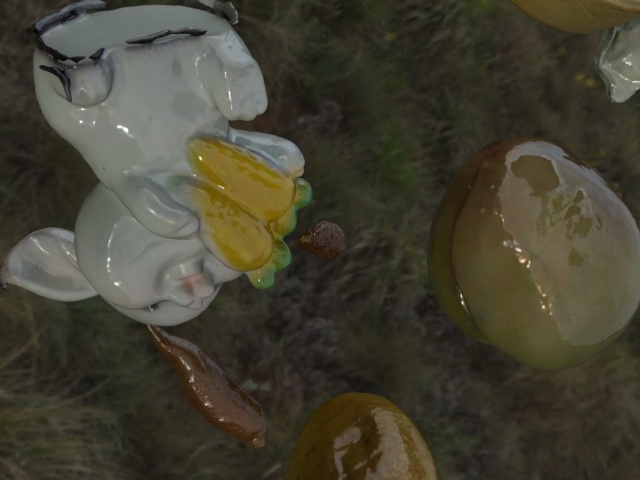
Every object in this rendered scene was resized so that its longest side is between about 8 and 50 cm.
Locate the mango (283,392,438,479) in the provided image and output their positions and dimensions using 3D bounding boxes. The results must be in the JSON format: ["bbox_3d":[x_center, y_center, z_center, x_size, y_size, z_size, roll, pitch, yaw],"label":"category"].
[{"bbox_3d":[0.017,0.119,0.489,0.057,0.079,0.114,55,18,-39],"label":"mango"}]

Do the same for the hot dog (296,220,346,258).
[{"bbox_3d":[0.000,0.000,1.525,0.083,0.058,0.035,22,39,-52],"label":"hot dog"}]

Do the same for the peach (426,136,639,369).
[{"bbox_3d":[0.264,0.012,1.323,0.247,0.292,0.292,-6,76,-14],"label":"peach"}]

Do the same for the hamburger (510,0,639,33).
[{"bbox_3d":[0.287,-0.372,1.147,0.300,0.176,0.300,15,59,-27],"label":"hamburger"}]

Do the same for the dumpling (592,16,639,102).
[{"bbox_3d":[0.478,-0.297,1.584,0.199,0.118,0.136,-49,114,-16],"label":"dumpling"}]

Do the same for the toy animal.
[{"bbox_3d":[-0.152,-0.047,0.913,0.183,0.247,0.310,-36,138,-42],"label":"toy animal"}]

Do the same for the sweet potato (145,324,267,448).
[{"bbox_3d":[-0.121,0.147,1.107,0.195,0.056,0.056,51,37,-13],"label":"sweet potato"}]
